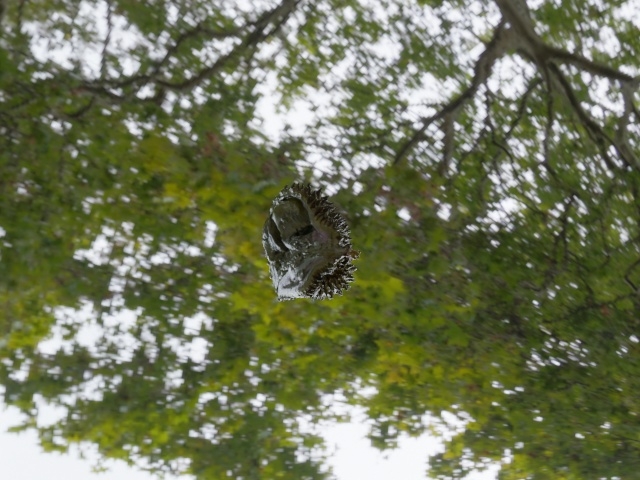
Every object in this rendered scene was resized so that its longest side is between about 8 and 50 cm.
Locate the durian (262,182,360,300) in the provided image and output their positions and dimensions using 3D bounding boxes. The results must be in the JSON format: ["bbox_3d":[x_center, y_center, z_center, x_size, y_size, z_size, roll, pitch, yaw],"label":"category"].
[{"bbox_3d":[0.000,0.000,1.232,0.208,0.102,0.146,5,-75,64],"label":"durian"}]
